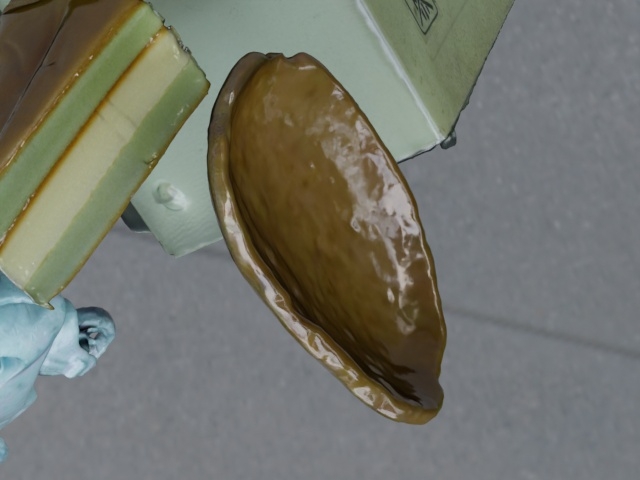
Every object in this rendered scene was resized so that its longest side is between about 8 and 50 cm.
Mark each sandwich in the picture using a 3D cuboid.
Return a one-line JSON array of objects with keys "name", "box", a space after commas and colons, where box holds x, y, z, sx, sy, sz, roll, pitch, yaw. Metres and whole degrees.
[{"name": "sandwich", "box": [-0.151, -0.049, 0.950, 0.113, 0.163, 0.079, 5, 145, 45]}]

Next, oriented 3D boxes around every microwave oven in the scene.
[{"name": "microwave oven", "box": [-0.043, -0.234, 1.198, 0.247, 0.394, 0.333, -20, 112, 28]}]

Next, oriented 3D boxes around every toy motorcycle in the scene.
[{"name": "toy motorcycle", "box": [-0.296, 0.101, 1.396, 0.260, 0.154, 0.206, -29, 152, 1]}]

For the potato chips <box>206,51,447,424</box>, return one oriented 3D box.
[{"name": "potato chips", "box": [0.000, 0.000, 0.889, 0.049, 0.150, 0.201, -17, 129, 26]}]
